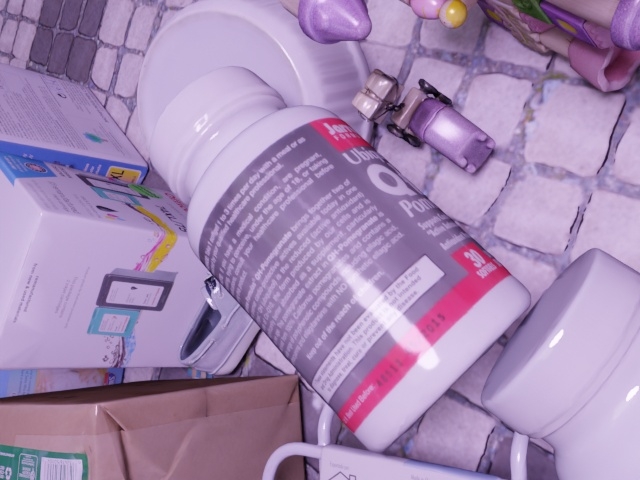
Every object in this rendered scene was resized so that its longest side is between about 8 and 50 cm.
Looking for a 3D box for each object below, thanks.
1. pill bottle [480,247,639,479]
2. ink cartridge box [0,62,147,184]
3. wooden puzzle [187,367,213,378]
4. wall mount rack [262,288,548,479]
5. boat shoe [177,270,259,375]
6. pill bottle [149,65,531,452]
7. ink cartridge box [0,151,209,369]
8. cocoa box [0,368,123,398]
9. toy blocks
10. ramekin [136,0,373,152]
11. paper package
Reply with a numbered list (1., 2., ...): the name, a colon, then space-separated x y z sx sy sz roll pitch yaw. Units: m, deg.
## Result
1. pill bottle: 0.255 0.137 0.380 0.278 0.162 0.162 36 108 12
2. ink cartridge box: -0.508 -0.161 0.911 0.270 0.395 0.151 47 113 32
3. wooden puzzle: -0.170 0.170 0.859 0.083 0.006 0.050 1 85 38
4. wall mount rack: 0.106 0.201 0.572 0.349 0.130 0.305 -4 86 38
5. boat shoe: -0.113 0.076 0.767 0.228 0.081 0.079 -61 36 16
6. pill bottle: 0.000 0.000 0.513 0.318 0.176 0.176 45 113 17
7. ink cartridge box: -0.291 0.034 0.792 0.198 0.270 0.197 35 105 41
8. cocoa box: -0.475 0.256 0.944 0.227 0.231 0.348 12 93 37
9. toy blocks: 0.168 -0.178 0.452 0.309 0.288 0.260 -55 51 16
10. ramekin: -0.084 -0.149 0.685 0.272 0.127 0.273 8 110 22
11. paper package: -0.224 0.255 0.700 0.324 0.309 0.168 -11 79 36
